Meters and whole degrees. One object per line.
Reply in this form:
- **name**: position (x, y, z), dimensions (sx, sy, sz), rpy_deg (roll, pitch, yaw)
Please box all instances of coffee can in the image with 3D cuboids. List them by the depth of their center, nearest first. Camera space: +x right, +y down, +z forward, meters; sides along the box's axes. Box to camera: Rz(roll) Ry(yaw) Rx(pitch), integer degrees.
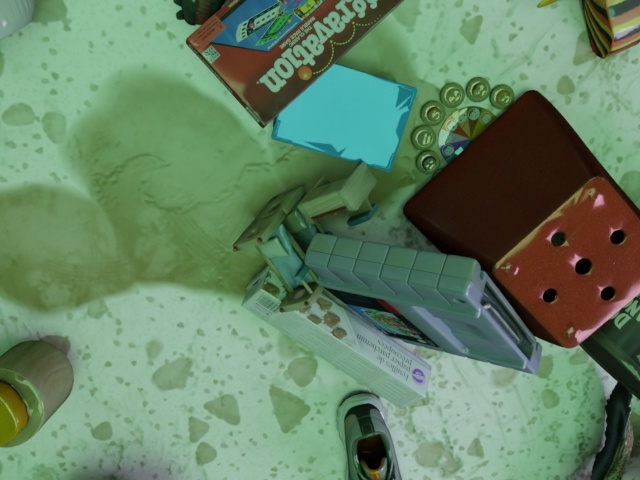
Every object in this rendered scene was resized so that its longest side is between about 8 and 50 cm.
- **coffee can**: position (0.523, 0.084, 1.140), dimensions (0.275, 0.201, 0.201), rpy_deg (-45, 108, 1)

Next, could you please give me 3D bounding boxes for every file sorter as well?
- **file sorter**: position (0.028, -0.184, 1.065), dimensions (0.170, 0.104, 0.118), rpy_deg (15, 107, -10)

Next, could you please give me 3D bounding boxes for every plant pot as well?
- **plant pot**: position (0.320, -0.008, 1.079), dimensions (0.267, 0.236, 0.267), rpy_deg (-43, 112, 10)

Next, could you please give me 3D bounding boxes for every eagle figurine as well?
- **eagle figurine**: position (0.492, 0.410, 1.254), dimensions (0.226, 0.225, 0.298), rpy_deg (36, 109, -6)

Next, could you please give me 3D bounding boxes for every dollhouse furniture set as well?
- **dollhouse furniture set**: position (0.000, 0.000, 1.069), dimensions (0.183, 0.129, 0.129), rpy_deg (-18, 116, 42)

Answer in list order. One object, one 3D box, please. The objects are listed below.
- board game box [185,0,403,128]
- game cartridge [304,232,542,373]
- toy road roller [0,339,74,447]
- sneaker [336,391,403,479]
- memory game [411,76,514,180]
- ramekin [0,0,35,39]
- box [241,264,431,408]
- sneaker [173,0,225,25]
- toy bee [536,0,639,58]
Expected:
- **board game box**: position (-0.018, -0.289, 0.974), dimensions (0.281, 0.027, 0.145), rpy_deg (-44, 99, -7)
- **game cartridge**: position (0.149, 0.095, 1.041), dimensions (0.355, 0.230, 0.068), rpy_deg (41, 60, -53)
- **toy road roller**: position (-0.554, 0.208, 1.099), dimensions (0.329, 0.202, 0.241), rpy_deg (-26, 99, 5)
- **sneaker**: position (0.087, 0.391, 1.272), dimensions (0.100, 0.108, 0.272), rpy_deg (-16, 111, -2)
- **memory game**: position (0.227, -0.151, 1.146), dimensions (0.186, 0.012, 0.186), rpy_deg (-2, 110, -5)
- **ramekin**: position (-0.453, -0.289, 0.933), dimensions (0.207, 0.207, 0.109), rpy_deg (-21, 118, 2)
- **box**: position (0.029, 0.151, 1.194), dimensions (0.324, 0.063, 0.067), rpy_deg (34, 136, -15)
- **sneaker**: position (-0.090, -0.392, 0.984), dimensions (0.135, 0.097, 0.276), rpy_deg (26, 103, -11)
- **toy bee**: position (0.364, -0.374, 1.004), dimensions (0.195, 0.162, 0.298), rpy_deg (-43, 108, 11)
